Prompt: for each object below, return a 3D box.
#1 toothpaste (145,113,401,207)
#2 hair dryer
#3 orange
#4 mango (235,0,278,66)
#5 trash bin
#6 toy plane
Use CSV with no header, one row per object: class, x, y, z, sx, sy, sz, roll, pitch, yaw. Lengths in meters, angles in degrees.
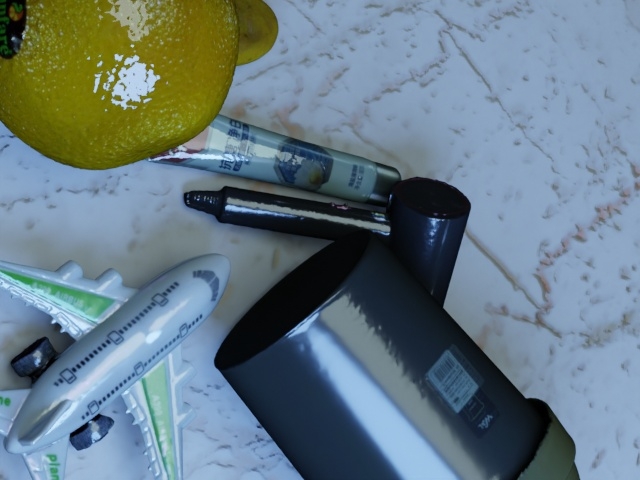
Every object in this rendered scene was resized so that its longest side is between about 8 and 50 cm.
toothpaste,-0.042,-0.073,1.634,0.239,0.039,0.062,14,85,-22
hair dryer,0.000,-0.001,1.626,0.248,0.070,0.114,7,115,-11
orange,-0.176,-0.171,1.481,0.236,0.236,0.236,4,82,-26
mango,-0.087,-0.189,1.617,0.114,0.057,0.078,1,79,-34
trash bin,0.079,0.171,1.562,0.334,0.214,0.214,47,67,-12
toy plane,-0.171,0.094,1.515,0.255,0.101,0.251,-43,102,-28
